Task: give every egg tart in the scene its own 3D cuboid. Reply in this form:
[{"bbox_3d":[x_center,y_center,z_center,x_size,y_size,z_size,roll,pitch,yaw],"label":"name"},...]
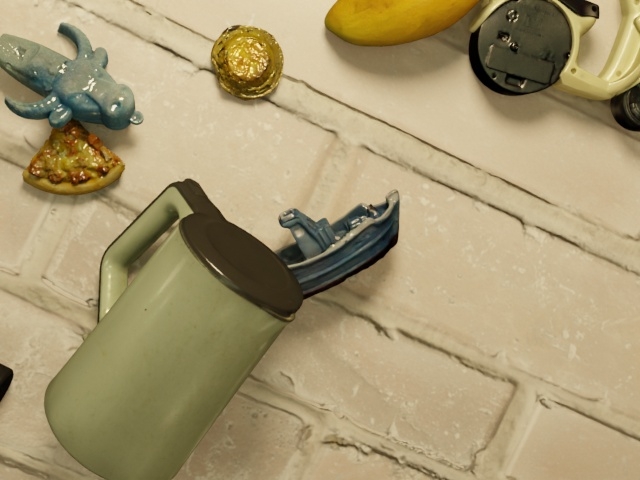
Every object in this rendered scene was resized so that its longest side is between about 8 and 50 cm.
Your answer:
[{"bbox_3d":[-0.125,-0.302,1.243,0.130,0.052,0.131,-1,97,-7],"label":"egg tart"}]

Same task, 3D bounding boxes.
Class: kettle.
[{"bbox_3d":[-0.247,0.127,1.165,0.377,0.250,0.361,-51,52,16],"label":"kettle"}]

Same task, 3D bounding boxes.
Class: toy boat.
[{"bbox_3d":[0.000,0.000,1.238,0.309,0.129,0.142,-28,111,2],"label":"toy boat"}]

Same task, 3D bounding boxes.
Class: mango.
[{"bbox_3d":[0.153,-0.416,1.206,0.316,0.119,0.177,-25,68,13],"label":"mango"}]

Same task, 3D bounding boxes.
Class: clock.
[{"bbox_3d":[0.446,-0.353,1.254,0.378,0.120,0.277,12,97,-5],"label":"clock"}]

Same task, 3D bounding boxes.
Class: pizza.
[{"bbox_3d":[-0.424,-0.141,1.235,0.174,0.046,0.134,-15,96,-3],"label":"pizza"}]

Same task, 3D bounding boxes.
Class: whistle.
[{"bbox_3d":[-0.413,-0.260,1.204,0.269,0.093,0.180,27,68,-6],"label":"whistle"}]

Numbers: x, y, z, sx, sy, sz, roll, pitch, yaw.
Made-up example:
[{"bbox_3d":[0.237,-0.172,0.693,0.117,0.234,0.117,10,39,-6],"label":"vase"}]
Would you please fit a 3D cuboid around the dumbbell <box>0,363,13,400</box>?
[{"bbox_3d":[-0.625,0.219,1.225,0.191,0.100,0.100,28,92,-5],"label":"dumbbell"}]
